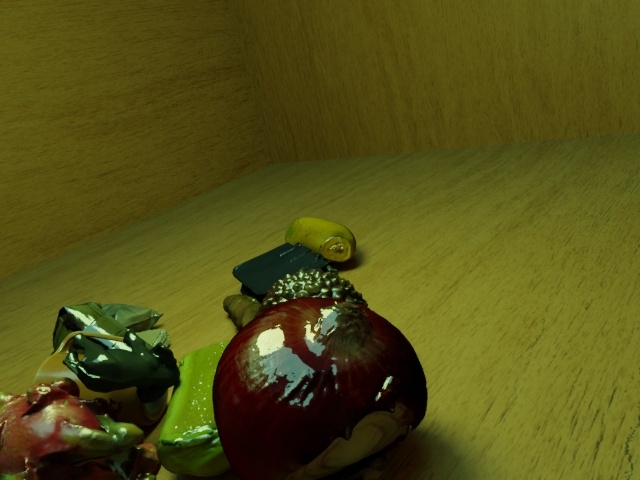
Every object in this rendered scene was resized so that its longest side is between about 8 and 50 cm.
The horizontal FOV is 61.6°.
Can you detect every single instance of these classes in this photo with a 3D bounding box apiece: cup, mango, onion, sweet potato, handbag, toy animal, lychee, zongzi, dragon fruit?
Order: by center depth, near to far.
[{"bbox_3d":[-0.008,0.240,0.861,0.341,0.342,0.341,-13,18,4],"label":"onion"},{"bbox_3d":[-0.444,0.365,0.948,0.307,0.228,0.243,5,0,-22],"label":"dragon fruit"},{"bbox_3d":[-0.372,0.245,1.039,0.146,0.115,0.245,19,12,33],"label":"toy animal"},{"bbox_3d":[-0.020,0.182,1.130,0.267,0.268,0.267,-13,18,4],"label":"lychee"},{"bbox_3d":[-0.480,0.312,1.178,0.263,0.226,0.182,-4,-15,11],"label":"cup"},{"bbox_3d":[-0.567,0.343,1.343,0.286,0.300,0.138,32,5,13],"label":"zongzi"},{"bbox_3d":[-0.191,0.202,1.445,0.106,0.095,0.354,1,5,-18],"label":"sweet potato"},{"bbox_3d":[-0.632,0.251,1.603,0.270,0.117,0.182,-7,0,24],"label":"handbag"},{"bbox_3d":[-0.099,0.106,1.631,0.269,0.119,0.325,-28,23,-18],"label":"handbag"},{"bbox_3d":[0.004,0.000,1.806,0.186,0.144,0.359,-9,15,-35],"label":"mango"}]

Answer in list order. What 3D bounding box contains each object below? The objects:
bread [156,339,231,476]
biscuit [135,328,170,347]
[{"bbox_3d":[-0.216,0.326,1.070,0.166,0.112,0.383,-14,16,-4],"label":"bread"},{"bbox_3d":[-0.538,0.303,1.463,0.238,0.062,0.108,-13,18,7],"label":"biscuit"}]
